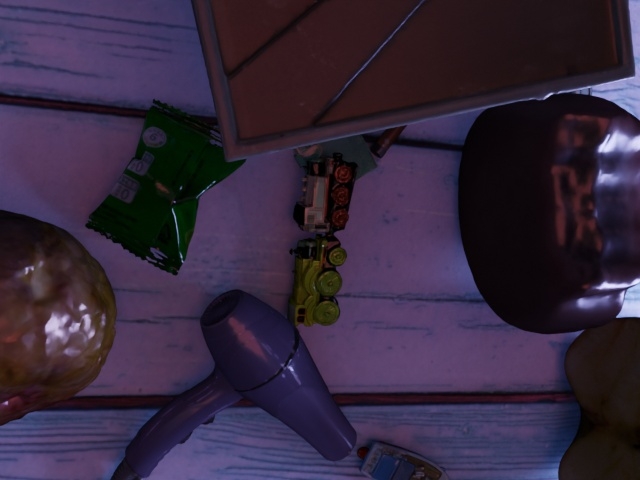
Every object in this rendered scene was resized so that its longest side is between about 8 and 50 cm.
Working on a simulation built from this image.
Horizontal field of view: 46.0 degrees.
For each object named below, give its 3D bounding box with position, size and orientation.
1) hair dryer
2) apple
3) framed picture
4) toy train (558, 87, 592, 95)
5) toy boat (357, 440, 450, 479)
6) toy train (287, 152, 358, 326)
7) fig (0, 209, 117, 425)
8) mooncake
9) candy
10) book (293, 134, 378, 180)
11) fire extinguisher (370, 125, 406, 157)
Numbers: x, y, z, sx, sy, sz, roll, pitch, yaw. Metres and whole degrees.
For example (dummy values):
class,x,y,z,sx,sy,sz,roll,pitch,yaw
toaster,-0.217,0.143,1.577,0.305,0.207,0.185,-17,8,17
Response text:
class,x,y,z,sx,sy,sz,roll,pitch,yaw
hair dryer,-0.149,0.267,1.054,0.361,0.121,0.301,-36,116,0
apple,0.523,0.296,1.124,0.295,0.365,0.328,-40,105,-28
framed picture,0.090,-0.277,0.727,0.446,0.028,0.326,-12,101,-11
toy train,0.388,-0.198,1.169,0.048,0.055,0.251,-3,99,-8
toy boat,0.138,0.363,1.166,0.173,0.059,0.069,29,89,-20
toy train,0.000,0.000,1.059,0.085,0.053,0.249,2,103,-18
fig,-0.393,0.026,0.886,0.286,0.286,0.368,-8,69,-17
mooncake,0.325,-0.051,1.037,0.174,0.334,0.325,-3,59,-19
candy,-0.197,-0.070,0.985,0.141,0.078,0.203,29,83,-20
book,0.010,-0.137,1.071,0.103,0.017,0.135,-32,107,-12
fire extinguisher,0.103,-0.160,1.097,0.028,0.022,0.083,37,85,11
